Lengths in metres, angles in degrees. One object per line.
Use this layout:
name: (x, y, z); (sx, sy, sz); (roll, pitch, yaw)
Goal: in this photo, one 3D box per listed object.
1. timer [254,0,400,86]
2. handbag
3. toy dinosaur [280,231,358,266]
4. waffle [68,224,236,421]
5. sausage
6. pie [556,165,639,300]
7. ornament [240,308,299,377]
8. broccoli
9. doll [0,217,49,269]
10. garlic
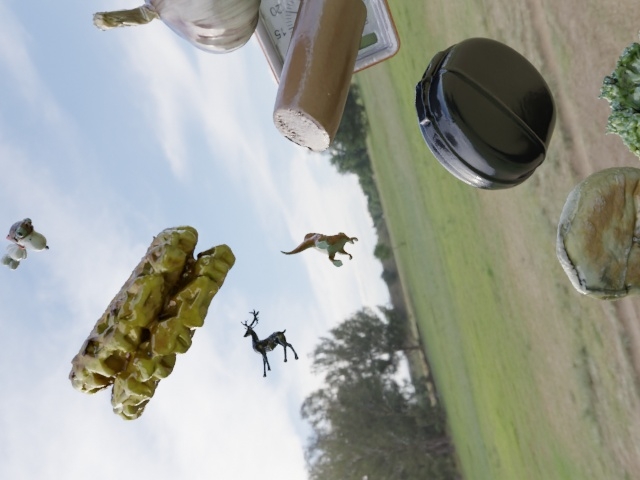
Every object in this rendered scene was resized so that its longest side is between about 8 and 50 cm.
timer: (0.000, -0.440, 1.172); (0.161, 0.257, 0.250); (-84, -28, -72)
handbag: (0.288, -0.226, 1.022); (0.254, 0.093, 0.308); (37, -126, -8)
toy dinosaur: (0.002, 0.000, 1.409); (0.142, 0.212, 0.057); (-115, 43, -60)
waffle: (-0.276, 0.129, 0.981); (0.324, 0.151, 0.261); (-63, 7, -11)
sausage: (-0.004, -0.290, 1.016); (0.123, 0.123, 0.252); (46, -124, -74)
pie: (0.685, -0.019, 1.381); (0.075, 0.338, 0.337); (-179, 73, -77)
ornament: (-0.094, 0.169, 1.035); (0.125, 0.073, 0.028); (60, -178, 34)
broccoli: (0.562, -0.217, 0.888); (0.260, 0.288, 0.235); (-8, -90, -39)
doll: (-0.439, 0.004, 0.868); (0.058, 0.085, 0.040); (54, -155, -30)
garlic: (-0.229, -0.372, 0.897); (0.245, 0.253, 0.245); (40, 157, 21)
